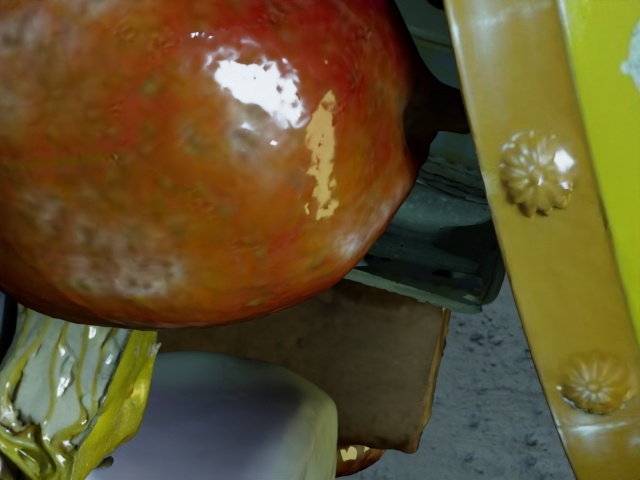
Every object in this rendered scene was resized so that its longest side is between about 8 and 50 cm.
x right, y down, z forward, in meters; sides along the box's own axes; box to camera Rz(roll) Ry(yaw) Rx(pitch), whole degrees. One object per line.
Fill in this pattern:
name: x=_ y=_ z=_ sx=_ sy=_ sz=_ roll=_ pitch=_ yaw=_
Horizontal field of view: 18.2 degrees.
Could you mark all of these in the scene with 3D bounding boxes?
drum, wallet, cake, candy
drum: x=0.184 y=-0.095 z=0.817 sx=0.431 sy=0.214 sz=0.431 roll=-12 pitch=90 yaw=-76
wallet: x=0.012 y=-0.095 z=1.000 sx=0.309 sy=0.223 sz=0.077 roll=-70 pitch=170 yaw=-57
cake: x=-0.110 y=0.030 z=0.846 sx=0.116 sy=0.079 sz=0.185 roll=-52 pitch=165 yaw=-52
candy: x=-0.090 y=0.255 z=1.001 sx=0.208 sy=0.145 sz=0.359 roll=-67 pitch=165 yaw=-63
cake: x=0.000 y=0.000 z=1.179 sx=0.199 sy=0.196 sz=0.293 roll=-73 pitch=171 yaw=-64

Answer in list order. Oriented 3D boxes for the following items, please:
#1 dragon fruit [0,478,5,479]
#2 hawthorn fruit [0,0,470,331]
dragon fruit: x=-0.133 y=0.104 z=0.506 sx=0.125 sy=0.125 sz=0.246 roll=-65 pitch=155 yaw=-11
hawthorn fruit: x=-0.041 y=-0.044 z=0.698 sx=0.169 sy=0.188 sz=0.169 roll=8 pitch=90 yaw=-78
